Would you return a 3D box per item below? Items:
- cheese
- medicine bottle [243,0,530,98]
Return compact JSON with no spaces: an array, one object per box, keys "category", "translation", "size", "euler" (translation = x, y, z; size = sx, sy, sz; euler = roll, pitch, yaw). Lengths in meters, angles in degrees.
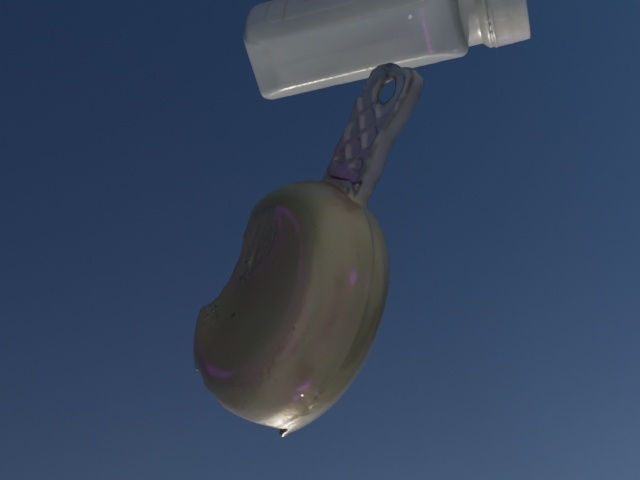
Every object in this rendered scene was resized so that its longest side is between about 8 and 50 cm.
[{"category":"cheese","translation":[0.000,0.000,0.571],"size":[0.082,0.163,0.286],"euler":[23,-87,-37]},{"category":"medicine bottle","translation":[0.073,-0.241,0.833],"size":[0.161,0.296,0.111],"euler":[-76,-29,-59]}]
